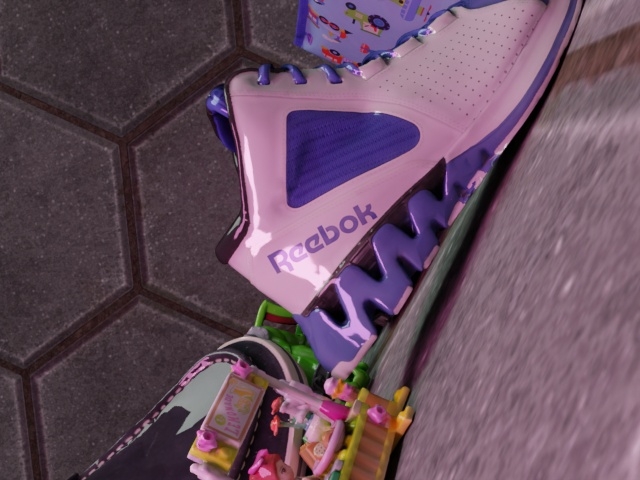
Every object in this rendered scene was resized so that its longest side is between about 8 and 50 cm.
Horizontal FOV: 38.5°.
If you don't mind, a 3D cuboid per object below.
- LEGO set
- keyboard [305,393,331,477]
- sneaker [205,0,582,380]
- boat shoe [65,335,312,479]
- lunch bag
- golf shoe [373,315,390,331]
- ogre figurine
[{"bbox_3d":[-0.019,0.129,0.562,0.287,0.107,0.132,-65,-1,-78],"label":"LEGO set"},{"bbox_3d":[-0.019,0.233,0.948,0.180,0.023,0.108,-62,-5,-72],"label":"keyboard"},{"bbox_3d":[0.029,-0.085,0.616,0.315,0.182,0.127,-57,-1,-8],"label":"sneaker"},{"bbox_3d":[-0.183,0.268,0.676,0.186,0.156,0.500,20,66,47],"label":"boat shoe"},{"bbox_3d":[0.094,-0.252,0.954,0.293,0.221,0.138,107,-172,-88],"label":"lunch bag"},{"bbox_3d":[0.026,0.024,0.873,0.105,0.120,0.273,-64,0,-26],"label":"golf shoe"},{"bbox_3d":[-0.018,0.119,0.874,0.197,0.118,0.097,-60,-5,-80],"label":"ogre figurine"}]
